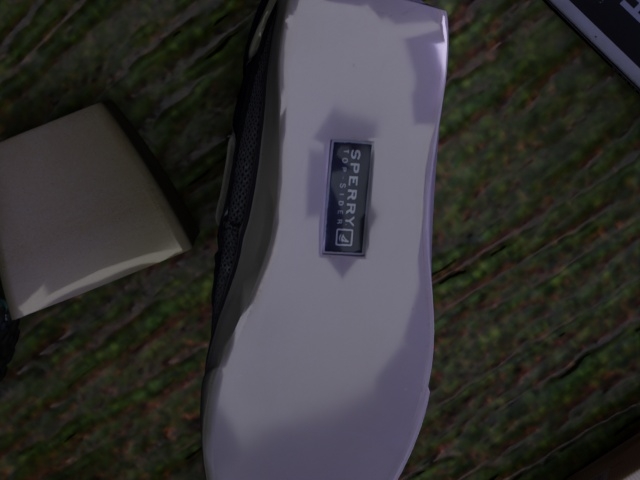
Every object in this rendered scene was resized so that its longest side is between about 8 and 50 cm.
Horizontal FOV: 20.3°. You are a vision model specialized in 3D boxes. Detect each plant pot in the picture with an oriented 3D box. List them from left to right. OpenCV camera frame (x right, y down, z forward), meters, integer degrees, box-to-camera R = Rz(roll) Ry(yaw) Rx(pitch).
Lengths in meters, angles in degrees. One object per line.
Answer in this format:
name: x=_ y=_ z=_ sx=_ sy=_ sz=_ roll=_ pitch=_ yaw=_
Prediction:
plant pot: x=-0.140 y=-0.024 z=1.033 sx=0.109 sy=0.109 sz=0.096 roll=-22 pitch=96 yaw=1

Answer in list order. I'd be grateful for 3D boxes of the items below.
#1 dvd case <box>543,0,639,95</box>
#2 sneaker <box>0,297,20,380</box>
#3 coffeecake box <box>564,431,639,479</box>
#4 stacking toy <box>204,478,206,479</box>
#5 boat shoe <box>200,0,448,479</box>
dvd case: x=0.270 y=-0.126 z=1.026 sx=0.179 sy=0.029 sz=0.239 roll=-45 pitch=78 yaw=7
sneaker: x=-0.288 y=0.122 z=1.072 sx=0.122 sy=0.110 sz=0.283 roll=35 pitch=107 yaw=12
coffeecake box: x=0.253 y=0.203 z=1.120 sx=0.142 sy=0.068 sz=0.185 roll=-37 pitch=96 yaw=21
stacking toy: x=-0.058 y=0.279 z=1.078 sx=0.309 sy=0.130 sz=0.280 roll=-23 pitch=74 yaw=7
boat shoe: x=0.000 y=0.000 z=1.018 sx=0.127 sy=0.158 sz=0.341 roll=10 pitch=100 yaw=-9
